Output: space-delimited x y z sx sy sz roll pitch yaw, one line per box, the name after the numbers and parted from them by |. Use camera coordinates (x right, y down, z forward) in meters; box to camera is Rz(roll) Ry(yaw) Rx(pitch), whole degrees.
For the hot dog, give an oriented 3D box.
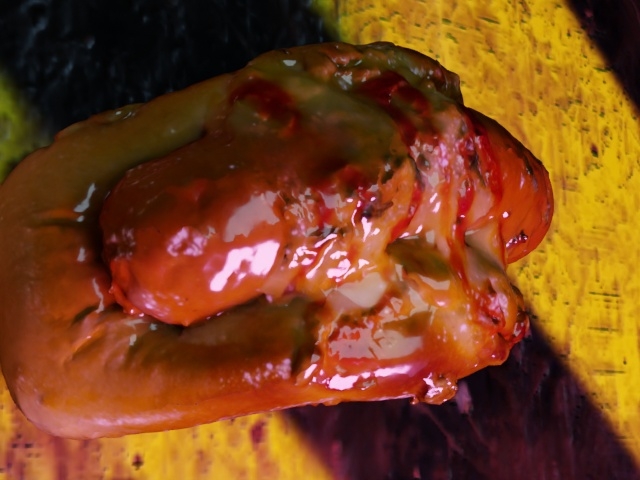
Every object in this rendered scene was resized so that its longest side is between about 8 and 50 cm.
0.000 0.000 0.550 0.257 0.153 0.150 -11 86 -41 | hot dog
